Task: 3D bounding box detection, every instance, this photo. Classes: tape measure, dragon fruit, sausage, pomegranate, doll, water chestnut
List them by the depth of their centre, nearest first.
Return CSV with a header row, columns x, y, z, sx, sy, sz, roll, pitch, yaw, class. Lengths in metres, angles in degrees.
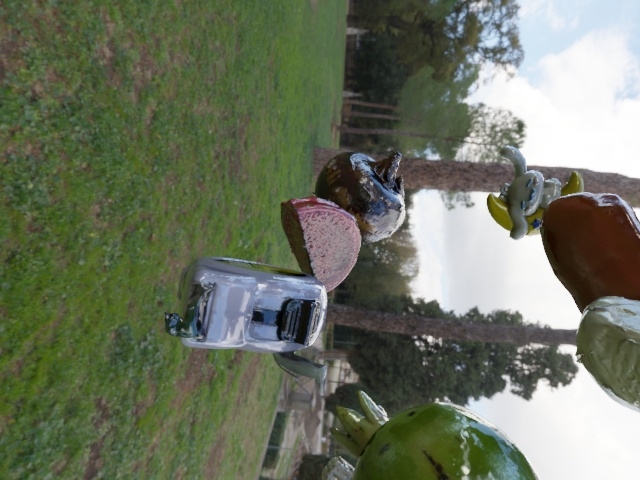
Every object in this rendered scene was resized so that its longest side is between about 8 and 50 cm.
x,y,z,sx,sy,sz,roll,pitch,yaw,class
-0.080,0.081,0.472,0.196,0.179,0.105,-176,-84,-75,tape measure
0.404,0.041,0.556,0.133,0.133,0.258,86,-8,-58,sausage
0.142,0.342,0.556,0.261,0.341,0.260,-19,120,-36,pomegranate
0.000,0.000,0.935,0.163,0.190,0.261,-83,166,-56,dragon fruit
0.587,-0.116,1.111,0.111,0.238,0.251,-37,141,-64,doll
0.140,-0.143,1.183,0.300,0.300,0.299,4,90,-85,water chestnut

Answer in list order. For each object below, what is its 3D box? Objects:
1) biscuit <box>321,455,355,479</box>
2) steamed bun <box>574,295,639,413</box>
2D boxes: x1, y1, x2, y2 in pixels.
x,y,z,sx,sy,sz,roll,pitch,yaw,class
0.186,0.657,0.912,0.078,0.426,0.144,-51,167,-19,biscuit
0.323,0.117,0.391,0.113,0.130,0.090,-22,122,-44,steamed bun
